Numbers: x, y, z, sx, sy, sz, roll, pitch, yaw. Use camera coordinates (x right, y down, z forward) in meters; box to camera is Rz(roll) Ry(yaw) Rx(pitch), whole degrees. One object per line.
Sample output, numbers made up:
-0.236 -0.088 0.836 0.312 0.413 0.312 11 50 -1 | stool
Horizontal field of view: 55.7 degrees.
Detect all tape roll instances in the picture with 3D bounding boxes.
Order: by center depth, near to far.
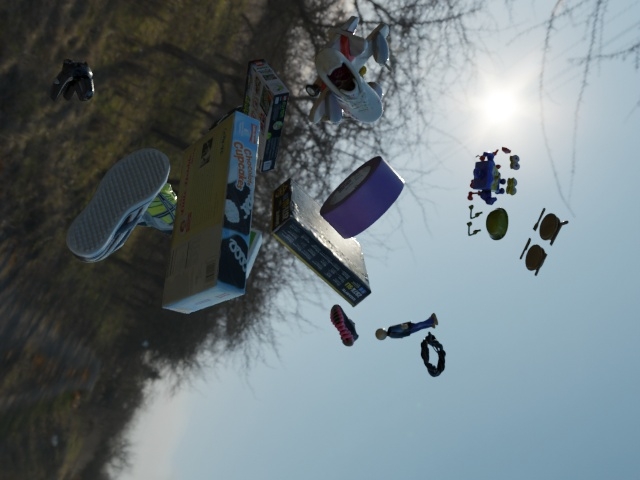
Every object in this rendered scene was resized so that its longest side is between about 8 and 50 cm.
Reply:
0.092 -0.096 1.359 0.189 0.080 0.189 -42 -166 13 | tape roll

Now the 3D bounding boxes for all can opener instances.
-0.479 -0.293 1.146 0.186 0.059 0.073 -2 -88 51 | can opener

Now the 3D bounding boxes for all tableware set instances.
0.695 0.008 1.880 0.128 0.039 0.194 -105 -150 -64 | tableware set

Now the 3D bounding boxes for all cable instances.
0.445 0.457 2.371 0.047 0.184 0.150 -13 -151 29 | cable

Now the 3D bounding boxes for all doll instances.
0.256 0.269 1.831 0.129 0.189 0.046 99 -24 -65 | doll

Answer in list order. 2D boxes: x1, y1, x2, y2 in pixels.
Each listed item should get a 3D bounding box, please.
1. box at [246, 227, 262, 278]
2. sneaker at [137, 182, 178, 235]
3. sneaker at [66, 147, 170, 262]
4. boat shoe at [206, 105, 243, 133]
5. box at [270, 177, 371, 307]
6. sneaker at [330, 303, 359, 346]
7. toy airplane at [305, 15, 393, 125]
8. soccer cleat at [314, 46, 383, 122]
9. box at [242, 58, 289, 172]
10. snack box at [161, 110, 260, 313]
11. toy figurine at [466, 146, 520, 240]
-0.189 0.019 1.364 0.102 0.087 0.101 100 10 -77 | box
-0.486 -0.111 1.887 0.384 0.145 0.147 16 107 -58 | sneaker
-0.488 -0.084 1.465 0.321 0.126 0.127 -54 -179 -24 | sneaker
-0.283 -0.295 1.713 0.233 0.079 0.084 -42 147 -11 | boat shoe
0.000 0.000 1.676 0.079 0.322 0.257 -39 -155 19 | box
0.068 0.224 1.633 0.047 0.119 0.057 -22 -179 43 | sneaker
0.115 -0.597 2.174 0.386 0.272 0.384 -55 178 23 | toy airplane
0.098 -0.451 1.866 0.116 0.331 0.143 -40 -137 12 | soccer cleat
-0.121 -0.255 1.256 0.114 0.036 0.207 56 -31 28 | box
-0.192 -0.047 1.067 0.187 0.060 0.322 -21 -122 46 | snack box
0.600 -0.199 2.264 0.191 0.217 0.363 4 -99 40 | toy figurine
